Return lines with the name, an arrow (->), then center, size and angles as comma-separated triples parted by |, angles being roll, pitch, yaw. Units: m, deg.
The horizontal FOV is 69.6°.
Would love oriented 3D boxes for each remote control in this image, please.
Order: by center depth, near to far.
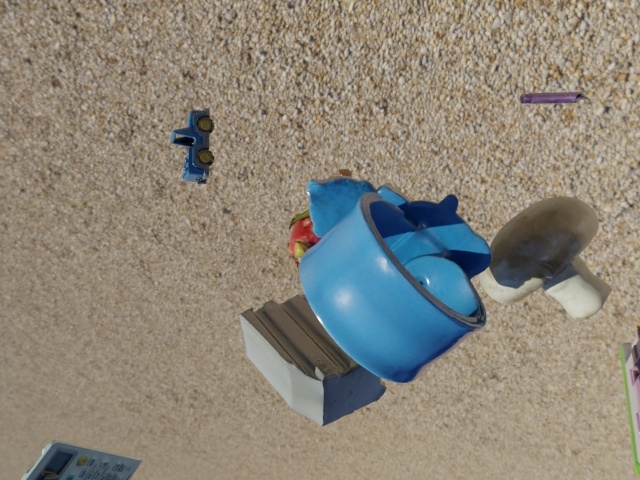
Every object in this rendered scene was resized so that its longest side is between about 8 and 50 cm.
remote control -> -0.520, 0.512, 1.029 | 0.051, 0.103, 0.293 | 23, 159, 30

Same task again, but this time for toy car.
toy car -> -0.323, -0.236, 1.156 | 0.100, 0.191, 0.097 | 3, 172, -23

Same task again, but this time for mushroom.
mushroom -> 0.434, 0.047, 0.867 | 0.243, 0.244, 0.244 | 8, 142, 7

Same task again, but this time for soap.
soap -> -0.025, 0.377, 1.556 | 0.435, 0.350, 0.213 | 34, 128, 45

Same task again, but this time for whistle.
whistle -> 0.658, -0.404, 1.305 | 0.176, 0.033, 0.033 | 1, 141, 5

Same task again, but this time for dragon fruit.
dragon fruit -> 0.003, -0.005, 1.405 | 0.227, 0.224, 0.224 | -30, 132, 1

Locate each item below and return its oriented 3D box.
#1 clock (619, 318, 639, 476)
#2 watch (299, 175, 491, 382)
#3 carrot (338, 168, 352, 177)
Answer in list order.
clock -> 0.508, 0.151, 0.569 | 0.166, 0.235, 0.310 | 6, 135, 20
watch -> 0.084, 0.026, 0.652 | 0.305, 0.274, 0.241 | 41, 115, -2
carrot -> 0.068, -0.173, 1.550 | 0.048, 0.048, 0.139 | 15, 129, -1
